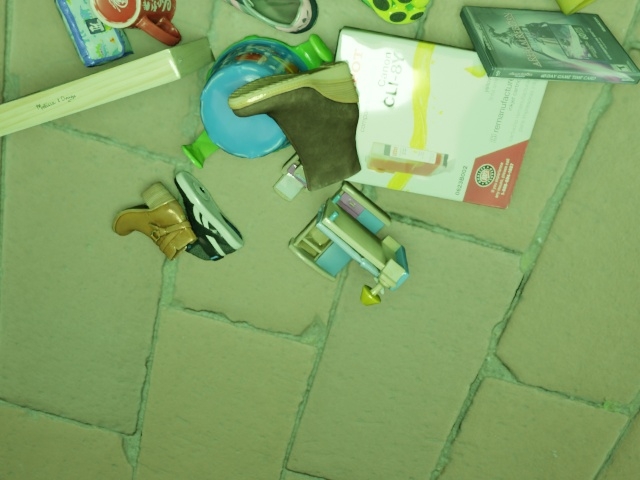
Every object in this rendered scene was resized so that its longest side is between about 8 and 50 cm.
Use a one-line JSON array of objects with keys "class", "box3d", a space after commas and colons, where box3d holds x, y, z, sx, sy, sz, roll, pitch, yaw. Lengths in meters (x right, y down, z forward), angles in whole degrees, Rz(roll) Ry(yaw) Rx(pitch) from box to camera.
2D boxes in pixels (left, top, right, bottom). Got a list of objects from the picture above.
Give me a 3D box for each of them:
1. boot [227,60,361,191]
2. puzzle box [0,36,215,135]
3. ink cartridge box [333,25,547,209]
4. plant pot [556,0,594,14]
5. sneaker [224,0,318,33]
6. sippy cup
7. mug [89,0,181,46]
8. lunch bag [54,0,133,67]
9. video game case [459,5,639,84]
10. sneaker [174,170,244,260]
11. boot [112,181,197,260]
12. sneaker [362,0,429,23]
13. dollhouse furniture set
[{"class": "boot", "box3d": [-0.028, -0.177, 0.926, 0.248, 0.090, 0.206, -24, 119, -31]}, {"class": "puzzle box", "box3d": [-0.419, -0.289, 1.031, 0.409, 0.272, 0.052, -15, 112, 8]}, {"class": "ink cartridge box", "box3d": [0.200, -0.240, 1.074, 0.385, 0.160, 0.279, 10, 112, -1]}, {"class": "plant pot", "box3d": [0.465, -0.548, 0.897, 0.254, 0.254, 0.239, -30, 94, 15]}, {"class": "sneaker", "box3d": [-0.150, -0.486, 1.007, 0.319, 0.131, 0.112, 24, 112, -7]}, {"class": "sippy cup", "box3d": [-0.125, -0.261, 1.050, 0.240, 0.224, 0.305, 16, 113, -3]}, {"class": "mug", "box3d": [-0.330, -0.438, 1.016, 0.150, 0.169, 0.113, 21, 112, -5]}, {"class": "lunch bag", "box3d": [-0.437, -0.402, 1.048, 0.096, 0.151, 0.128, -16, 110, 10]}, {"class": "video game case", "box3d": [0.404, -0.351, 0.979, 0.274, 0.196, 0.026, 0, 142, -9]}, {"class": "sneaker", "box3d": [-0.283, -0.039, 1.231, 0.121, 0.079, 0.217, -32, 108, 15]}, {"class": "boot", "box3d": [-0.369, -0.018, 1.212, 0.197, 0.073, 0.152, -34, 90, 35]}, {"class": "sneaker", "box3d": [0.074, -0.493, 1.002, 0.296, 0.123, 0.109, 13, 130, -22]}, {"class": "dollhouse furniture set", "box3d": [0.000, 0.000, 1.111, 0.286, 0.303, 0.198, 38, 109, -12]}]
